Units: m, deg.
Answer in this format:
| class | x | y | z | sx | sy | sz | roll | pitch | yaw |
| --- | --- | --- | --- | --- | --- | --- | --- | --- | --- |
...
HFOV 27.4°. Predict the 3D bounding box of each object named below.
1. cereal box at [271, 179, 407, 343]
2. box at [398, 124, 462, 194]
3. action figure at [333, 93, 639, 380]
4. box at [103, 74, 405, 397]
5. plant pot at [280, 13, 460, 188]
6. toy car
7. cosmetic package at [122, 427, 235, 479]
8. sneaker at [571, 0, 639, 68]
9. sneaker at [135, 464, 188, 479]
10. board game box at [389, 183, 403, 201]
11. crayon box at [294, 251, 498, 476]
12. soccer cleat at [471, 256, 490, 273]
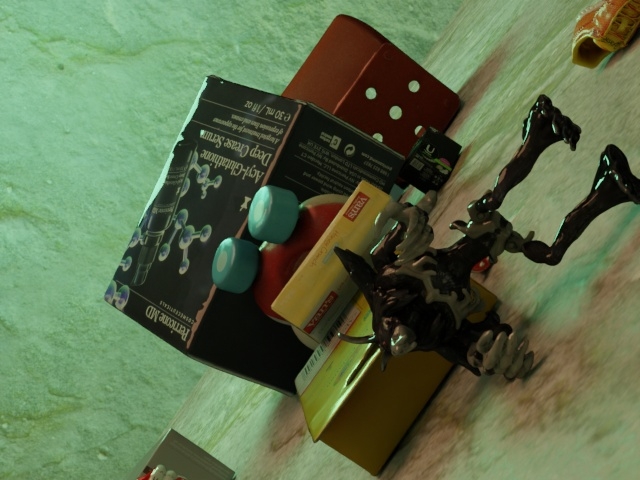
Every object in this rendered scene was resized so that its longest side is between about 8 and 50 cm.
| class | x | y | z | sx | sy | sz | roll | pitch | yaw |
| --- | --- | --- | --- | --- | --- | --- | --- | --- | --- |
| cereal box | 0.044 | 0.046 | 1.488 | 0.173 | 0.047 | 0.240 | -54 | -24 | -5 |
| box | 0.163 | -0.118 | 1.946 | 0.052 | 0.062 | 0.083 | -52 | 6 | 44 |
| action figure | 0.111 | 0.020 | 1.011 | 0.275 | 0.164 | 0.141 | -47 | 3 | 23 |
| box | -0.106 | -0.015 | 1.972 | 0.293 | 0.212 | 0.395 | 23 | 88 | 54 |
| plant pot | 0.097 | -0.229 | 2.346 | 0.267 | 0.267 | 0.236 | -55 | 18 | -4 |
| toy car | 0.000 | 0.082 | 1.707 | 0.210 | 0.219 | 0.238 | -51 | 35 | 37 |
| cosmetic package | -0.237 | 0.391 | 2.003 | 0.238 | 0.127 | 0.107 | -46 | 10 | 51 |
| sneaker | 0.319 | -0.234 | 1.364 | 0.175 | 0.064 | 0.067 | 124 | 159 | -62 |
| sneaker | -0.232 | 0.407 | 1.722 | 0.270 | 0.145 | 0.090 | -53 | 6 | 27 |
| board game box | 0.000 | 0.000 | 2.241 | 0.275 | 0.144 | 0.142 | -57 | 5 | -28 |
| crayon box | 0.066 | 0.106 | 1.273 | 0.202 | 0.081 | 0.318 | -55 | 4 | 1 |
| soccer cleat | 0.157 | 0.018 | 1.323 | 0.035 | 0.029 | 0.083 | -62 | -2 | 29 |
